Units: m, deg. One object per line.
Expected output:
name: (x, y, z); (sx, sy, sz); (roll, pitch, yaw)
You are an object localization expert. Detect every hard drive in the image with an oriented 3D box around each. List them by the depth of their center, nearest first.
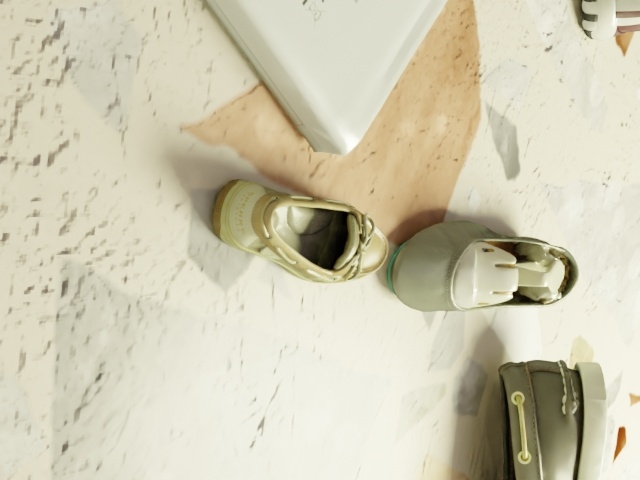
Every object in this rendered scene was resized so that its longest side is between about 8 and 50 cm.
hard drive: (-0.016, -0.224, 0.514); (0.203, 0.040, 0.307); (-59, 136, -21)

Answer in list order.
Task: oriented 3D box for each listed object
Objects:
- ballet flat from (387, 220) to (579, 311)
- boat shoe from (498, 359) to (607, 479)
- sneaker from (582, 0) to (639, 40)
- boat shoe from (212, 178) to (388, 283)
ballet flat: (0.141, 0.023, 0.732); (0.213, 0.068, 0.072); (0, 99, -48)
boat shoe: (0.192, 0.252, 0.832); (0.109, 0.091, 0.305); (-66, 161, -77)
sneaker: (0.375, -0.252, 0.856); (0.281, 0.162, 0.106); (-38, 126, -36)
boat shoe: (0.000, -0.002, 0.581); (0.153, 0.048, 0.056); (23, 82, -49)
